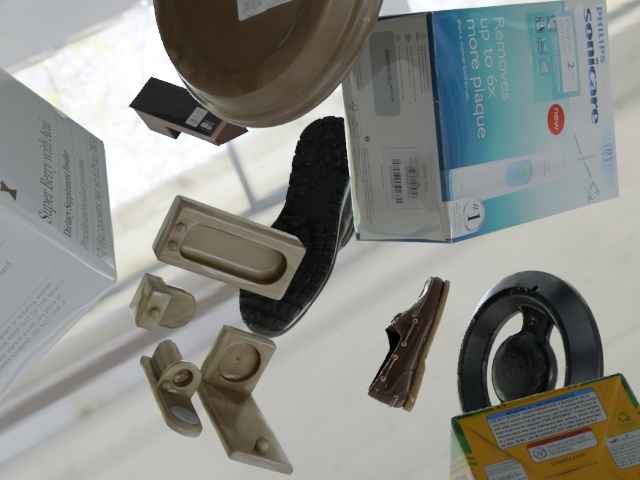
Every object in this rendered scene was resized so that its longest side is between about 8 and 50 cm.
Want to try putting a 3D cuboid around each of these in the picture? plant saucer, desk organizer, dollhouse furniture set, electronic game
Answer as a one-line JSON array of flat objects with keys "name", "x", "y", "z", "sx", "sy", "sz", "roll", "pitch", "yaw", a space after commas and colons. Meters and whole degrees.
[{"name": "plant saucer", "x": -0.053, "y": -0.232, "z": 1.155, "sx": 0.278, "sy": 0.277, "sz": 0.041, "roll": 4, "pitch": -179, "yaw": 45}, {"name": "desk organizer", "x": -0.147, "y": -0.137, "z": 1.570, "sx": 0.130, "sy": 0.050, "sz": 0.047, "roll": 22, "pitch": -110, "yaw": 34}, {"name": "dollhouse furniture set", "x": -0.069, "y": 0.074, "z": 1.100, "sx": 0.151, "sy": 0.144, "sz": 0.123, "roll": -62, "pitch": -151, "yaw": 15}, {"name": "electronic game", "x": 0.229, "y": 0.147, "z": 1.561, "sx": 0.048, "sy": 0.229, "sz": 0.229, "roll": 9, "pitch": -175, "yaw": -34}]

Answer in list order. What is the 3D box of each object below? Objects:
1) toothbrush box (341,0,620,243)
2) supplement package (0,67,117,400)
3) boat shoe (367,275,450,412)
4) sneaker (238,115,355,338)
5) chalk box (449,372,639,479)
[{"name": "toothbrush box", "x": 0.165, "y": -0.125, "z": 1.397, "sx": 0.126, "sy": 0.216, "sz": 0.296, "roll": 2, "pitch": -170, "yaw": 43}, {"name": "supplement package", "x": -0.285, "y": -0.041, "z": 0.796, "sx": 0.175, "sy": 0.293, "sz": 0.177, "roll": -45, "pitch": -150, "yaw": 16}, {"name": "boat shoe", "x": 0.126, "y": 0.137, "z": 1.977, "sx": 0.073, "sy": 0.073, "sz": 0.207, "roll": 20, "pitch": -115, "yaw": 2}, {"name": "sneaker", "x": 0.000, "y": 0.000, "z": 1.706, "sx": 0.107, "sy": 0.124, "sz": 0.283, "roll": 17, "pitch": -106, "yaw": 26}, {"name": "chalk box", "x": 0.234, "y": 0.297, "z": 1.368, "sx": 0.180, "sy": 0.289, "sz": 0.179, "roll": -14, "pitch": -129, "yaw": -9}]
